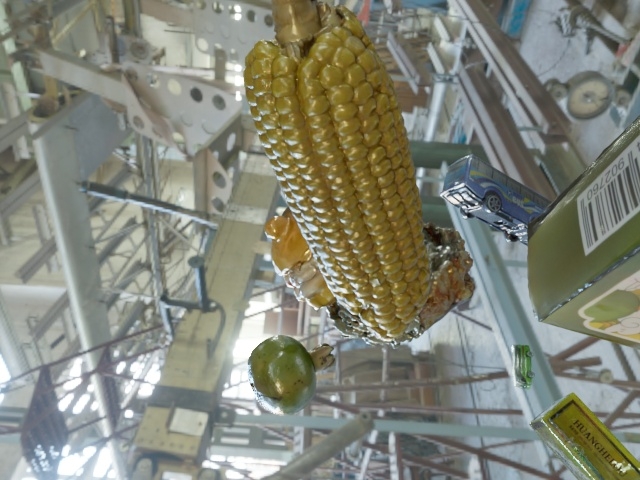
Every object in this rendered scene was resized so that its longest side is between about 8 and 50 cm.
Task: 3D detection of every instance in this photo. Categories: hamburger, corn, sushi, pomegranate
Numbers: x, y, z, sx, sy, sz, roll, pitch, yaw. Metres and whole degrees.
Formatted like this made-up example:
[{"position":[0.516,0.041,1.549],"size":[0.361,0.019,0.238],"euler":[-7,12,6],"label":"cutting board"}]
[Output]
[{"position":[0.000,0.000,1.259],"size":[0.276,0.237,0.276],"euler":[-46,5,6],"label":"hamburger"},{"position":[0.026,-0.050,0.472],"size":[0.119,0.119,0.322],"euler":[-88,-22,-57],"label":"corn"},{"position":[0.192,0.097,1.476],"size":[0.417,0.417,0.176],"euler":[-87,-20,-52],"label":"sushi"},{"position":[-0.074,0.294,1.282],"size":[0.210,0.179,0.179],"euler":[-49,-12,-19],"label":"pomegranate"}]

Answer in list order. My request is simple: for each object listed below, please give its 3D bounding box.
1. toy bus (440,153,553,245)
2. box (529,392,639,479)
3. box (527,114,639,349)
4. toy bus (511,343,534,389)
[{"position":[0.331,-0.065,0.983],"size":[0.079,0.236,0.094],"euler":[-18,51,64],"label":"toy bus"},{"position":[0.380,0.301,0.792],"size":[0.141,0.064,0.220],"euler":[50,-179,25],"label":"box"},{"position":[0.459,-0.006,0.472],"size":[0.373,0.420,0.138],"euler":[113,171,-56],"label":"box"},{"position":[0.385,0.240,1.044],"size":[0.031,0.037,0.083],"euler":[81,-163,-50],"label":"toy bus"}]
